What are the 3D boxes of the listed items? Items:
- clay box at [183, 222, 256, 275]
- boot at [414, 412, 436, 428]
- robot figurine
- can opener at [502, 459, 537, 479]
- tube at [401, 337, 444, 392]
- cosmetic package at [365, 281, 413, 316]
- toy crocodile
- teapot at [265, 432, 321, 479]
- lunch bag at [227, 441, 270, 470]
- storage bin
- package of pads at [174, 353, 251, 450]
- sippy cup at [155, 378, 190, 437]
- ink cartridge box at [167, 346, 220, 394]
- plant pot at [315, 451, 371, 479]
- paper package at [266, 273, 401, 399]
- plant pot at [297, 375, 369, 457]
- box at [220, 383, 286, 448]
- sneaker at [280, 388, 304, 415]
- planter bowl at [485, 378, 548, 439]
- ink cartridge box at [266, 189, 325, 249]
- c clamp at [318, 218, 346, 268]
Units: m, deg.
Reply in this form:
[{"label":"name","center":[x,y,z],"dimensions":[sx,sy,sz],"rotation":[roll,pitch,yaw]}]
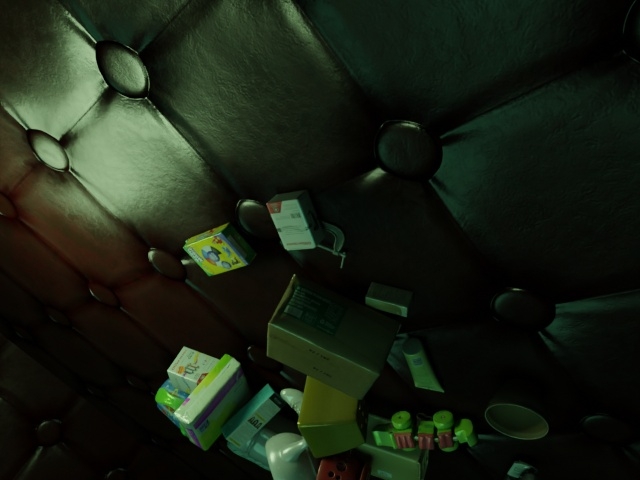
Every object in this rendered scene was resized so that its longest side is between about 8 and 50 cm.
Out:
[{"label":"clay box","center":[-0.308,0.033,1.575],"dimensions":[0.221,0.053,0.127],"rotation":[-18,120,40]},{"label":"boot","center":[0.341,0.618,1.805],"dimensions":[0.118,0.042,0.087],"rotation":[-5,122,32]},{"label":"robot figurine","center":[-0.197,0.808,2.178],"dimensions":[0.353,0.200,0.300],"rotation":[28,153,3]},{"label":"can opener","center":[0.651,0.811,1.783],"dimensions":[0.074,0.093,0.281],"rotation":[16,142,14]},{"label":"tube","center":[0.296,0.377,1.575],"dimensions":[0.070,0.062,0.240],"rotation":[52,171,50]},{"label":"cosmetic package","center":[0.181,0.155,1.411],"dimensions":[0.115,0.060,0.041],"rotation":[14,137,20]},{"label":"toy crocodile","center":[0.331,0.624,1.715],"dimensions":[0.340,0.105,0.115],"rotation":[-8,108,19]},{"label":"teapot","center":[-0.078,0.806,1.937],"dimensions":[0.256,0.186,0.253],"rotation":[-176,66,-83]},{"label":"lunch bag","center":[-0.282,0.948,2.439],"dimensions":[0.279,0.108,0.224],"rotation":[31,139,-2]},{"label":"storage bin","center":[0.252,0.770,1.942],"dimensions":[0.262,0.123,0.261],"rotation":[11,136,20]},{"label":"package of pads","center":[-0.395,0.616,2.026],"dimensions":[0.101,0.296,0.229],"rotation":[21,141,28]},{"label":"sippy cup","center":[-0.562,0.685,2.266],"dimensions":[0.223,0.240,0.306],"rotation":[17,130,32]},{"label":"ink cartridge box","center":[-0.493,0.529,2.124],"dimensions":[0.176,0.128,0.128],"rotation":[15,137,16]},{"label":"plant pot","center":[0.079,0.843,1.880],"dimensions":[0.173,0.191,0.191],"rotation":[16,137,11]},{"label":"paper package","center":[0.027,0.280,1.506],"dimensions":[0.324,0.168,0.310],"rotation":[24,151,7]},{"label":"plant pot","center":[0.057,0.594,1.828],"dimensions":[0.187,0.212,0.212],"rotation":[-8,128,18]},{"label":"box","center":[-0.255,0.669,2.038],"dimensions":[0.060,0.244,0.101],"rotation":[36,165,48]},{"label":"sneaker","center":[-0.065,0.637,2.012],"dimensions":[0.212,0.094,0.080],"rotation":[26,141,4]},{"label":"planter bowl","center":[0.542,0.450,1.460],"dimensions":[0.161,0.109,0.162],"rotation":[17,137,16]},{"label":"ink cartridge box","center":[-0.060,-0.050,1.330],"dimensions":[0.099,0.056,0.135],"rotation":[-4,118,34]},{"label":"c clamp","center":[0.000,0.000,1.387],"dimensions":[0.160,0.022,0.137],"rotation":[26,138,6]}]
